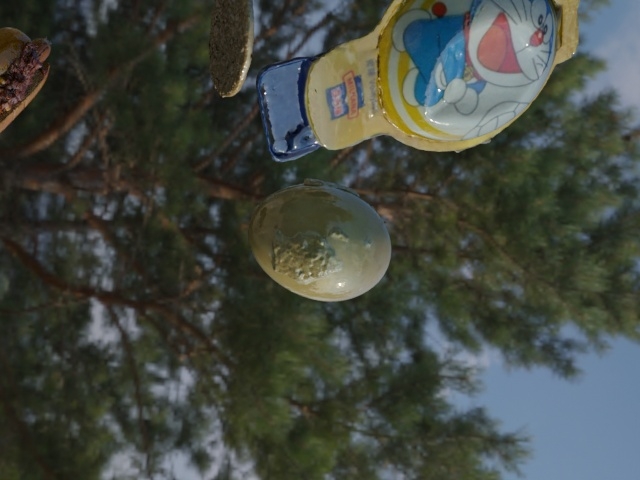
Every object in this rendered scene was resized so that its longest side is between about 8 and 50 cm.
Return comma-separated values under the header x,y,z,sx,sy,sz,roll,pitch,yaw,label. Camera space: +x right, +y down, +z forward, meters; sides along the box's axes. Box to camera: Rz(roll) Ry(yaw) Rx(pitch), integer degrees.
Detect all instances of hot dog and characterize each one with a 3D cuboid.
x,y,z,sx,sy,sz,roll,pitch,yaw,label
-0.447,-0.194,1.310,0.076,0.102,0.249,10,-124,43,hot dog

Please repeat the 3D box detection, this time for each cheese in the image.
x,y,z,sx,sy,sz,roll,pitch,yaw,label
0.081,-0.133,0.758,0.069,0.270,0.177,-120,-165,-48,cheese

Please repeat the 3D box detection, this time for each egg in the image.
x,y,z,sx,sy,sz,roll,pitch,yaw,label
-0.001,0.004,1.329,0.164,0.201,0.164,-54,-154,42,egg

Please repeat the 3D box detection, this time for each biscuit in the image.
x,y,z,sx,sy,sz,roll,pitch,yaw,label
-0.109,-0.249,1.200,0.152,0.020,0.152,179,-90,-66,biscuit
